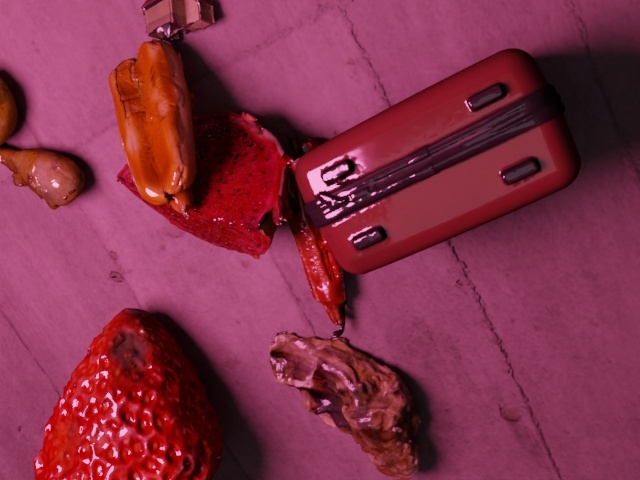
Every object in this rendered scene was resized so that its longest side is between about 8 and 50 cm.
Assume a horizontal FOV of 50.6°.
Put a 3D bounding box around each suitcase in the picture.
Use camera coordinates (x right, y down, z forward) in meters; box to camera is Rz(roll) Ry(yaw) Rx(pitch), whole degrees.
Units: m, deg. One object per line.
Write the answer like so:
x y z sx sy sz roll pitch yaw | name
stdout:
0.139 -0.091 0.790 0.297 0.236 0.161 -26 93 21 | suitcase

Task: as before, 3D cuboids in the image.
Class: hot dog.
-0.205 -0.146 0.857 0.109 0.072 0.269 -29 62 23 | hot dog

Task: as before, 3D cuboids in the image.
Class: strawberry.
-0.271 0.294 1.029 0.291 0.292 0.310 33 99 -2 | strawberry

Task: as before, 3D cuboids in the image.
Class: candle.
0.000 0.000 0.953 0.084 0.059 0.302 -3 112 31 | candle

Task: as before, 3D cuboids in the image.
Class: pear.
-0.494 -0.181 0.971 0.107 0.107 0.131 35 115 -3 | pear

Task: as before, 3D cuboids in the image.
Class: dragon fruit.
-0.115 -0.079 0.908 0.274 0.161 0.126 19 162 29 | dragon fruit

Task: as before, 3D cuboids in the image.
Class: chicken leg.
-0.429 -0.101 1.012 0.178 0.070 0.093 23 122 11 | chicken leg

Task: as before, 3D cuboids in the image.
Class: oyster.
0.037 0.253 1.038 0.294 0.094 0.166 28 124 7 | oyster

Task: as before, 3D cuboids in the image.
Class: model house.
-0.186 -0.301 0.880 0.083 0.057 0.058 -13 83 37 | model house
